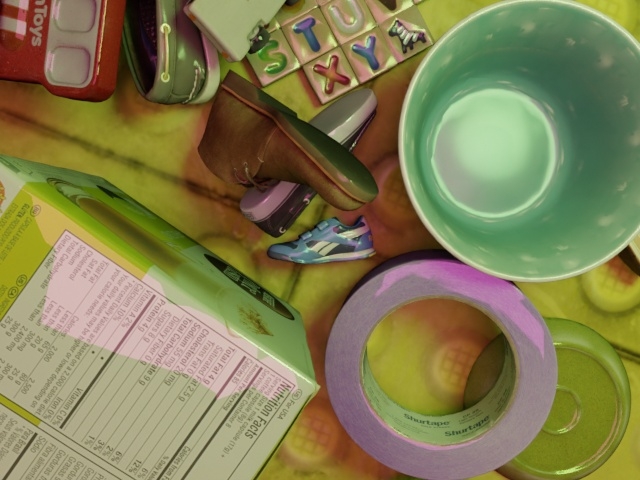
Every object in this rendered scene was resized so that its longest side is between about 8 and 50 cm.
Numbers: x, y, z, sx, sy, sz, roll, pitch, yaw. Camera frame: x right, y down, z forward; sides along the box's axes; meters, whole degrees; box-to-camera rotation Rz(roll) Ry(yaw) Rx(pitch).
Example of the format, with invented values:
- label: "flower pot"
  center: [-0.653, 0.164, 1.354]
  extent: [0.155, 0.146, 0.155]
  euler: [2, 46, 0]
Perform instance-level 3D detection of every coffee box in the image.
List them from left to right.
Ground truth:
- label: "coffee box"
  center: [-0.235, 0.152, 0.630]
  extent: [0.334, 0.337, 0.338]
  euler: [35, 90, -5]

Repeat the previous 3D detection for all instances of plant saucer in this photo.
- label: "plant saucer"
  center: [0.319, 0.228, 0.814]
  extent: [0.240, 0.037, 0.241]
  euler: [0, 94, -3]

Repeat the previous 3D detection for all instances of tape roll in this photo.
- label: "tape roll"
  center: [0.146, 0.152, 0.748]
  extent: [0.274, 0.090, 0.275]
  euler: [1, 96, 8]

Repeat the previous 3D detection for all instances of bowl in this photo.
- label: "bowl"
  center: [0.233, -0.112, 0.727]
  extent: [0.311, 0.163, 0.312]
  euler: [0, 93, -3]

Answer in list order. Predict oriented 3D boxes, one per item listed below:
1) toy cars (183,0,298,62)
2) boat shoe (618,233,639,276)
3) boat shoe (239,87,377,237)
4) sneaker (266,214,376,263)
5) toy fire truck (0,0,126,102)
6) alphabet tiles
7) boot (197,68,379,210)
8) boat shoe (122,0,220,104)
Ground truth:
- label: "toy cars"
  center: [-0.102, -0.401, 0.712]
  extent: [0.176, 0.087, 0.394]
  euler: [-4, 92, -42]
- label: "boat shoe"
  center: [0.412, -0.026, 0.791]
  extent: [0.059, 0.063, 0.170]
  euler: [-32, 94, 5]
- label: "boat shoe"
  center: [-0.001, -0.095, 0.763]
  extent: [0.228, 0.080, 0.076]
  euler: [-48, 123, -10]
- label: "sneaker"
  center: [0.000, 0.000, 0.778]
  extent: [0.144, 0.053, 0.059]
  euler: [-6, 94, -11]
- label: "toy fire truck"
  center: [-0.314, -0.314, 0.649]
  extent: [0.253, 0.169, 0.303]
  euler: [11, 94, 15]
- label: "alphabet tiles"
  center: [-0.004, -0.367, 0.770]
  extent: [0.285, 0.011, 0.343]
  euler: [-28, 92, -1]
- label: "boot"
  center: [-0.048, -0.091, 0.676]
  extent: [0.112, 0.305, 0.115]
  euler: [27, 101, -43]
- label: "boat shoe"
  center: [-0.208, -0.313, 0.710]
  extent: [0.109, 0.091, 0.305]
  euler: [-11, 97, 40]
